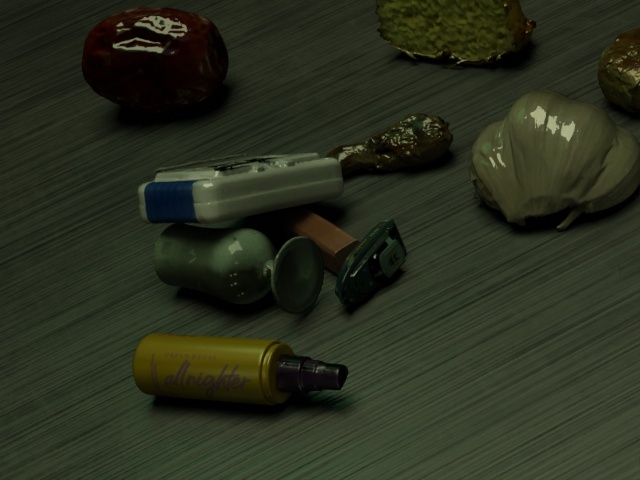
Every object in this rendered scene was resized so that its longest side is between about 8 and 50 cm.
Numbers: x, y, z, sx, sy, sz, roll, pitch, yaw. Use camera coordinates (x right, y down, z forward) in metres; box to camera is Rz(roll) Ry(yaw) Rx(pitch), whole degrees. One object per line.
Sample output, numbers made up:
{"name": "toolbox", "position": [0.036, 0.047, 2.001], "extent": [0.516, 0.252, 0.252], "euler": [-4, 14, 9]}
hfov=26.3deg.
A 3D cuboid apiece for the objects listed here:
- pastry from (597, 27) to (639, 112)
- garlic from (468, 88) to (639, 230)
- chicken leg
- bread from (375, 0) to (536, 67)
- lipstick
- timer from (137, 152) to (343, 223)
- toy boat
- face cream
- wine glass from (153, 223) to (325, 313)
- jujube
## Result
{"name": "pastry", "position": [0.465, -0.242, 1.925], "extent": [0.153, 0.081, 0.153], "euler": [-10, 33, 7]}
{"name": "garlic", "position": [0.302, -0.117, 1.780], "extent": [0.229, 0.143, 0.178], "euler": [5, 38, 18]}
{"name": "chicken leg", "position": [0.096, -0.133, 1.980], "extent": [0.197, 0.069, 0.085], "euler": [-16, 57, 17]}
{"name": "bread", "position": [0.223, -0.373, 2.173], "extent": [0.260, 0.160, 0.147], "euler": [7, 35, 43]}
{"name": "lipstick", "position": [0.000, 0.000, 1.846], "extent": [0.045, 0.045, 0.145], "euler": [-30, 34, -20]}
{"name": "timer", "position": [-0.109, -0.076, 1.878], "extent": [0.253, 0.078, 0.178], "euler": [-13, 8, -43]}
{"name": "toy boat", "position": [0.061, 0.034, 1.756], "extent": [0.060, 0.055, 0.141], "euler": [4, 39, 41]}
{"name": "face cream", "position": [-0.093, 0.156, 1.641], "extent": [0.273, 0.078, 0.078], "euler": [1, 39, 28]}
{"name": "wine glass", "position": [-0.113, 0.031, 1.807], "extent": [0.231, 0.103, 0.103], "euler": [10, 43, 40]}
{"name": "jujube", "position": [-0.280, -0.307, 2.303], "extent": [0.243, 0.183, 0.183], "euler": [-6, 36, 19]}
